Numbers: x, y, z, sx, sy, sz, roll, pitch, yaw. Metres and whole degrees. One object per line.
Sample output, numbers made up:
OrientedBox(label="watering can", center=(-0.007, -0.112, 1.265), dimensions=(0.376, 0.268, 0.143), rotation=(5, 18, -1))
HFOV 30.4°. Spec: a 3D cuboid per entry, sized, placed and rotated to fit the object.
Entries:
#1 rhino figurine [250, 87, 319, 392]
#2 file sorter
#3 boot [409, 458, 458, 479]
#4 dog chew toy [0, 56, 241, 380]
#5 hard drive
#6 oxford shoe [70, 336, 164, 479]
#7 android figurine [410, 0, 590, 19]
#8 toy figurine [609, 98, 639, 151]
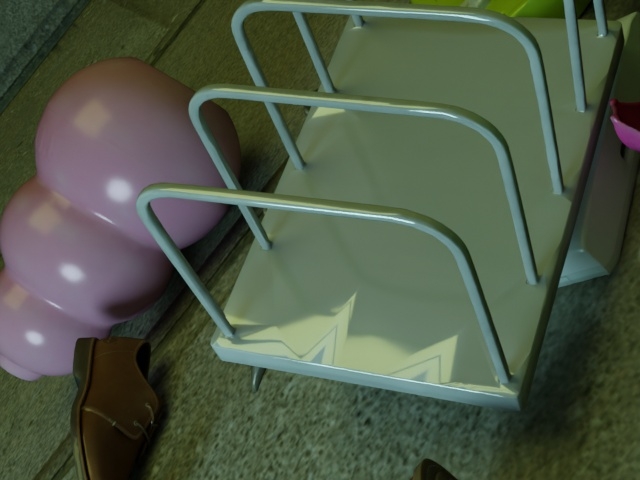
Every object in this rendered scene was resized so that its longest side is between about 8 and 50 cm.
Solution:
OrientedBox(label="rhino figurine", center=(0.000, 0.000, 0.823), dimensions=(0.073, 0.106, 0.243), rotation=(13, 61, 15))
OrientedBox(label="file sorter", center=(0.046, -0.077, 0.680), dimensions=(0.193, 0.173, 0.278), rotation=(7, 58, 24))
OrientedBox(label="boot", center=(0.032, 0.220, 0.614), dimensions=(0.152, 0.073, 0.197), rotation=(-44, 25, 25))
OrientedBox(label="dog chew toy", center=(-0.222, -0.013, 1.172), dimensions=(0.332, 0.206, 0.206), rotation=(-59, 26, 2))
OrientedBox(label="hard drive", center=(0.094, -0.032, 0.859), dimensions=(0.307, 0.040, 0.203), rotation=(-20, 40, 47))
OrientedBox(label="oxford shoe", center=(-0.173, 0.163, 1.017), dimensions=(0.076, 0.076, 0.212), rotation=(-8, 47, -1))
OrientedBox(label="android figurine", center=(0.156, -0.232, 1.000), dimensions=(0.248, 0.056, 0.273), rotation=(-42, 26, 19))
OrientedBox(label="toy figurine", center=(0.219, -0.122, 0.675), dimensions=(0.130, 0.173, 0.159), rotation=(11, 75, 22))
